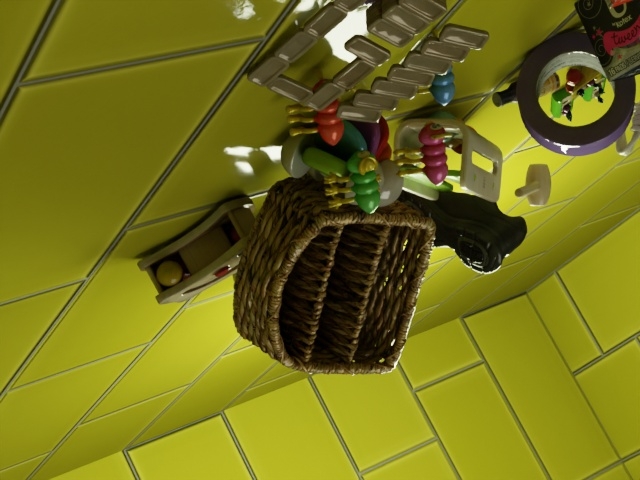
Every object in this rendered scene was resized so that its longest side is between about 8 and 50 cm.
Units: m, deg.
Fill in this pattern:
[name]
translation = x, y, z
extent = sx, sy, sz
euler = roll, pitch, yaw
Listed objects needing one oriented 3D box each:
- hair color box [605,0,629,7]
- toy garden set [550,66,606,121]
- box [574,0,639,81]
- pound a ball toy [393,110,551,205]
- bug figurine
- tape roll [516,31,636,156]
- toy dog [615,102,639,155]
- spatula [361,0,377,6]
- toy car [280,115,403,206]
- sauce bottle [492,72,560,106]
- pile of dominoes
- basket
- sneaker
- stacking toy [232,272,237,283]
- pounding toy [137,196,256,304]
[hair color box]
translation = 0.416, -0.396, 1.742
extent = 0.053, 0.093, 0.167
euler = -22, 165, -23
[toy garden set]
translation = 0.545, -0.305, 2.408
extent = 0.244, 0.049, 0.204
euler = -29, 166, 2
[box]
translation = 0.530, -0.359, 1.937
extent = 0.163, 0.142, 0.247
euler = -17, 171, -37
[pound a ball toy]
translation = 0.266, -0.139, 2.227
extent = 0.208, 0.136, 0.319
euler = 2, 178, 20
[bug figurine]
translation = 0.097, -0.159, 1.797
extent = 0.279, 0.216, 0.072
euler = -22, -157, -26
[tape roll]
translation = 0.414, -0.235, 2.117
extent = 0.189, 0.189, 0.080
euler = -30, 166, 7
[toy dog]
translation = 0.621, -0.275, 2.142
extent = 0.161, 0.334, 0.220
euler = 12, 180, -10
[spatula]
translation = 0.168, -0.351, 1.557
extent = 0.296, 0.030, 0.084
euler = -27, 159, -6
[toy car]
translation = 0.044, -0.134, 1.924
extent = 0.182, 0.159, 0.136
euler = 3, 112, -64
[sauce bottle]
translation = 0.349, -0.256, 2.227
extent = 0.128, 0.042, 0.042
euler = -23, 166, -25
[pile of dominoes]
translation = 0.058, -0.239, 1.610
extent = 0.196, 0.040, 0.251
euler = 22, 142, -32
[basket]
translation = 0.012, 0.066, 2.034
extent = 0.213, 0.223, 0.299
euler = -20, 134, -47
[sneaker]
translation = 0.254, -0.041, 2.394
extent = 0.130, 0.286, 0.109
euler = -33, 138, -29
[stacking toy]
translation = 0.000, 0.000, 2.314
extent = 0.330, 0.141, 0.141
euler = -39, 163, 25
[pounding toy]
translation = -0.141, 0.035, 2.099
extent = 0.269, 0.155, 0.154
euler = -29, 169, -2
